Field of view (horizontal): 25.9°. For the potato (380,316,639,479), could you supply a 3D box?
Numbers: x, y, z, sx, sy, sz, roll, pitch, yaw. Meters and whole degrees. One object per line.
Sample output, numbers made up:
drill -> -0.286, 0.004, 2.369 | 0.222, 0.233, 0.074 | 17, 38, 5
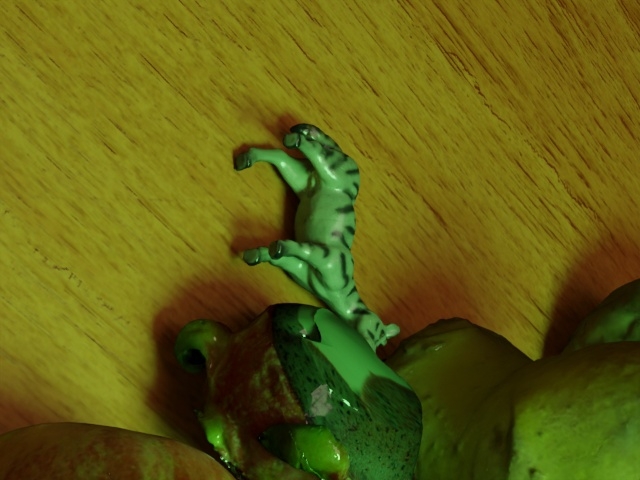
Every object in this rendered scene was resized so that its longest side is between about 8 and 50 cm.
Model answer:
potato -> 0.273, 0.187, 1.416 | 0.290, 0.296, 0.397 | 18, 34, -39

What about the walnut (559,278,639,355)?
walnut -> 0.453, 0.181, 1.777 | 0.282, 0.253, 0.277 | 55, 46, -26

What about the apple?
apple -> -0.167, 0.268, 1.058 | 0.292, 0.163, 0.251 | 16, 71, -12

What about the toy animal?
toy animal -> -0.010, 0.005, 1.434 | 0.170, 0.089, 0.255 | -11, 93, -54

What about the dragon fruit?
dragon fruit -> -0.003, 0.165, 1.311 | 0.295, 0.130, 0.268 | 43, 22, -18
